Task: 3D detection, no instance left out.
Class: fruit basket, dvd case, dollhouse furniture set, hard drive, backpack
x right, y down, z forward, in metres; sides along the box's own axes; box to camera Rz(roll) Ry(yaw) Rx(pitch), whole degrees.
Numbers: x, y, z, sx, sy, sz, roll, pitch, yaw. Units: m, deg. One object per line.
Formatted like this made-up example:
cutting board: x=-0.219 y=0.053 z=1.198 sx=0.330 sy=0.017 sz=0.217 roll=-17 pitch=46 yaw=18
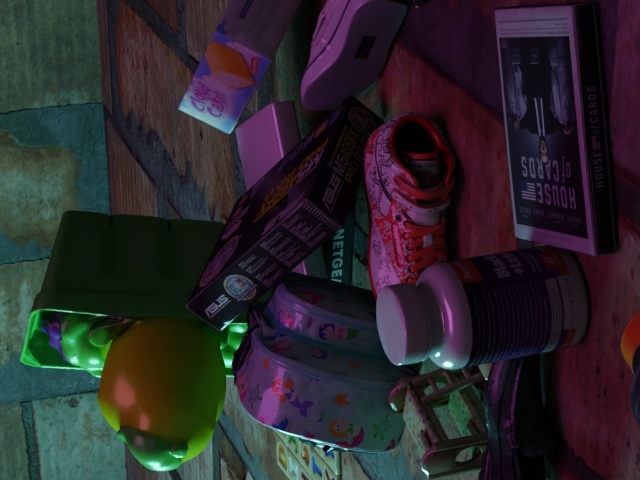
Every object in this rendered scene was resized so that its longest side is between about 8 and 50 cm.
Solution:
fruit basket: x=-0.217 y=0.156 z=2.352 sx=0.283 sy=0.392 sz=0.392 roll=122 pitch=135 yaw=-64
dvd case: x=0.228 y=-0.112 z=1.703 sx=0.179 sy=0.029 sz=0.238 roll=-163 pitch=66 yaw=-70
dollhouse furniture set: x=0.160 y=0.194 z=1.935 sx=0.182 sy=0.101 sz=0.161 roll=-117 pitch=26 yaw=-44
hard drive: x=-0.051 y=-0.024 z=2.410 sx=0.203 sy=0.040 sz=0.307 roll=158 pitch=102 yaw=-71
backpack: x=0.011 y=0.154 z=2.128 sx=0.253 sy=0.225 sz=0.191 roll=-99 pitch=24 yaw=-70

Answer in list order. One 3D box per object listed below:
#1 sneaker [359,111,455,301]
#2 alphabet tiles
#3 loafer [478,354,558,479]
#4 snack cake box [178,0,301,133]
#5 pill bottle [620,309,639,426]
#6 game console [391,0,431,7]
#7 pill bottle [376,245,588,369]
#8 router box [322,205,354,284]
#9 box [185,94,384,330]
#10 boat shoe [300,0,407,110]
sneaker: x=0.109 y=-0.014 z=2.007 sx=0.145 sy=0.090 sz=0.270 roll=135 pitch=127 yaw=-71
alphabet tiles: x=-0.034 y=0.267 z=2.699 sx=0.342 sy=0.011 sz=0.285 roll=-138 pitch=42 yaw=-62
loafer: x=0.216 y=0.200 z=1.839 sx=0.078 sy=0.076 sz=0.223 roll=16 pitch=114 yaw=31
snack cake box: x=-0.106 y=-0.274 z=2.421 sx=0.152 sy=0.089 sz=0.264 roll=-66 pitch=6 yaw=-24
pill bottle: x=0.329 y=0.146 z=1.364 sx=0.245 sy=0.130 sz=0.130 roll=-118 pitch=26 yaw=-47
game console: x=0.100 y=-0.315 z=1.809 sx=0.085 sy=0.124 sz=0.144 roll=60 pitch=167 yaw=-25
pill bottle: x=0.159 y=0.070 z=1.733 sx=0.108 sy=0.193 sz=0.108 roll=171 pitch=90 yaw=-71
router box: x=0.000 y=0.000 z=2.412 sx=0.133 sy=0.046 sz=0.179 roll=-125 pitch=31 yaw=-52
box: x=-0.044 y=-0.034 z=2.177 sx=0.270 sy=0.060 sz=0.216 roll=-41 pitch=18 yaw=41
boat shoe: x=0.038 y=-0.255 z=2.132 sx=0.258 sy=0.095 sz=0.084 roll=128 pitch=136 yaw=-52
